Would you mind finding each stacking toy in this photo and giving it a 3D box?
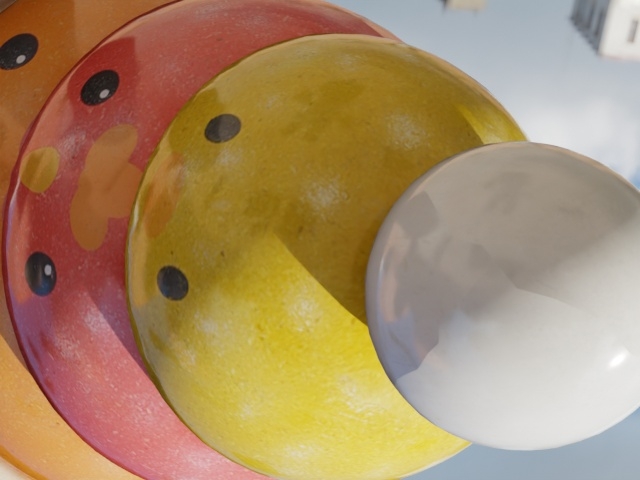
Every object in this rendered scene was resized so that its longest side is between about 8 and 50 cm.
[{"bbox_3d":[0.000,0.000,0.736,0.351,0.350,0.480,-9,-175,-27],"label":"stacking toy"}]
